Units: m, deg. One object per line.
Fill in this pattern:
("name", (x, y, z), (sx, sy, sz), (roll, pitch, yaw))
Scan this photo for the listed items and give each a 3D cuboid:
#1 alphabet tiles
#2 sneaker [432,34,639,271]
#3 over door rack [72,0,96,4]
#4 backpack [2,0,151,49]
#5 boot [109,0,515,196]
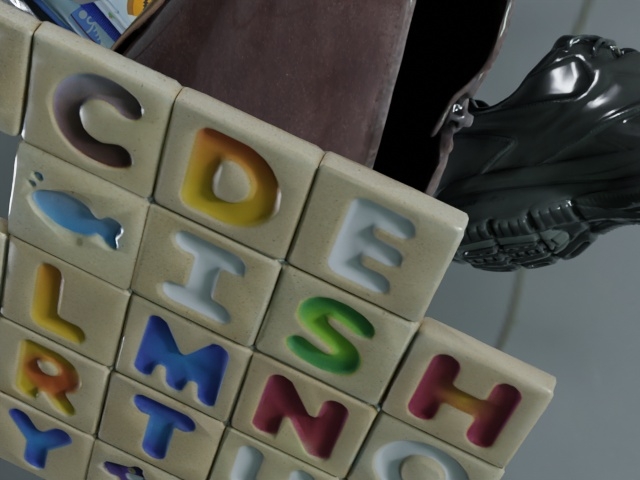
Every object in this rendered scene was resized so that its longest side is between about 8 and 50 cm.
("alphabet tiles", (-0.059, 0.026, 0.410), (0.237, 0.009, 0.198), (25, 137, 4))
("sneaker", (0.185, -0.067, 0.801), (0.286, 0.109, 0.130), (-10, 69, 25))
("over door rack", (-0.273, -0.194, 0.594), (0.239, 0.324, 0.108), (-5, 72, 24))
("backpack", (-0.089, -0.220, 0.972), (0.276, 0.263, 0.213), (48, 163, -9))
("boot", (-0.025, -0.036, 0.515), (0.248, 0.090, 0.207), (-68, 25, 21))
